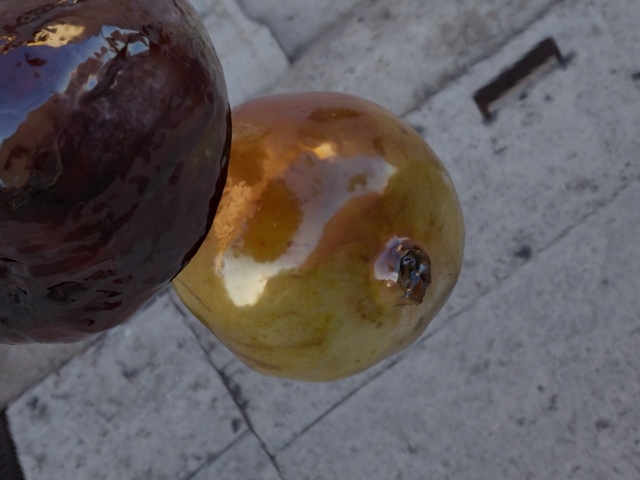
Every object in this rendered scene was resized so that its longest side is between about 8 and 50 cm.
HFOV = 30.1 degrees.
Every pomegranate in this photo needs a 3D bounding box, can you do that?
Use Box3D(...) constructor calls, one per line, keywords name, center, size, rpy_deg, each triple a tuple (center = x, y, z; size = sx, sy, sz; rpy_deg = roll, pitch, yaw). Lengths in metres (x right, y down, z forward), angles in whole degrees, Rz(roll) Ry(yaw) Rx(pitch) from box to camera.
Box3D(name="pomegranate", center=(0.000, 0.000, 1.019), size=(0.264, 0.264, 0.264), rpy_deg=(-22, 37, 17))

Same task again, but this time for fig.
Box3D(name="fig", center=(-0.166, -0.061, 0.726), size=(0.263, 0.224, 0.224), rpy_deg=(-47, 37, -12))
